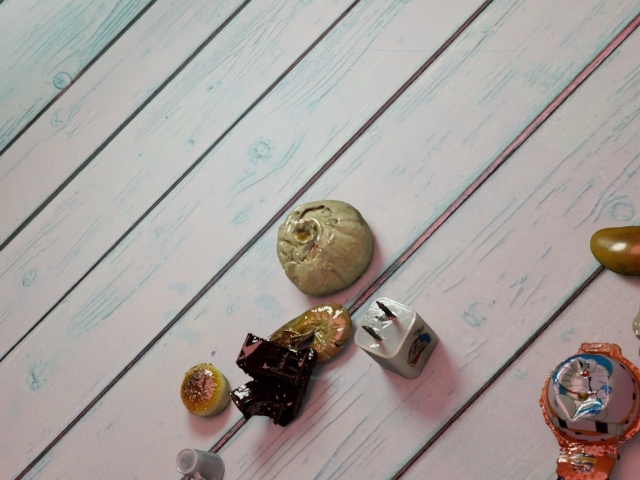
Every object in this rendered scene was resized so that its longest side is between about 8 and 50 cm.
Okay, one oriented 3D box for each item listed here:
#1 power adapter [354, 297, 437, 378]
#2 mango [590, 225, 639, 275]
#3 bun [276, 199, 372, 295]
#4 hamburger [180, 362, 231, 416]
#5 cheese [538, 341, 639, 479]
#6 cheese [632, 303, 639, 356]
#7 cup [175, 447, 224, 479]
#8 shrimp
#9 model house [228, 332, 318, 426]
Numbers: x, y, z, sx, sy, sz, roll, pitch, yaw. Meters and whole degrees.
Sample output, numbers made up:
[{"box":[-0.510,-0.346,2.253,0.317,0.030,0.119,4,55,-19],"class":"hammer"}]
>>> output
[{"box":[0.154,0.204,1.985,0.125,0.205,0.130,21,75,38],"class":"power adapter"},{"box":[0.643,0.022,1.886,0.163,0.089,0.111,-4,47,40],"class":"mango"},{"box":[0.000,0.000,2.244,0.259,0.152,0.259,-17,53,24],"class":"bun"},{"box":[-0.290,0.369,2.228,0.126,0.081,0.141,-33,51,10],"class":"hamburger"},{"box":[0.520,0.350,1.723,0.217,0.129,0.329,1,63,33],"class":"cheese"},{"box":[0.691,0.102,1.657,0.115,0.318,0.326,27,32,9],"class":"cheese"},{"box":[-0.277,0.538,2.098,0.074,0.116,0.104,-37,56,8],"class":"cup"},{"box":[-0.042,0.242,2.178,0.267,0.061,0.145,-19,63,17],"class":"shrimp"},{"box":[-0.124,0.324,2.087,0.141,0.164,0.203,7,79,47],"class":"model house"}]
